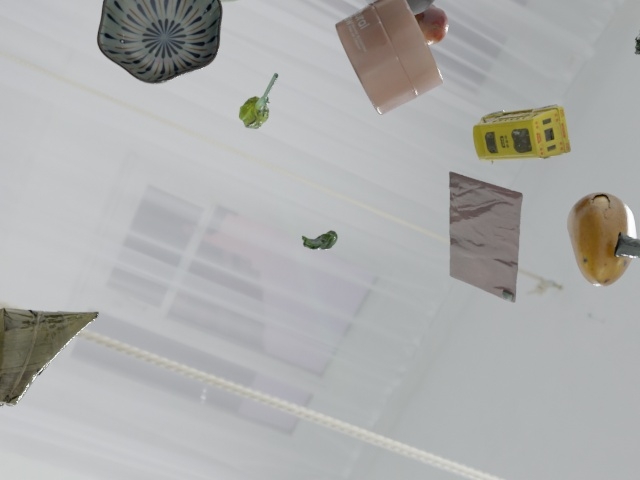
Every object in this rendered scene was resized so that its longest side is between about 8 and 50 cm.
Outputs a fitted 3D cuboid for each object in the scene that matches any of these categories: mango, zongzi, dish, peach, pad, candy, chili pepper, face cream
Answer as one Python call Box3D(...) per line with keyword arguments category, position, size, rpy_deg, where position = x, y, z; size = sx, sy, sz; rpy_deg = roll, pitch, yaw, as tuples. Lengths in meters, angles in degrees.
Box3D(category="mango", position=(0.690, -0.007, 1.712), size=(0.159, 0.191, 0.290), rpy_deg=(-5, -146, 24))
Box3D(category="zongzi", position=(-0.455, 0.192, 1.144), size=(0.078, 0.176, 0.160), rpy_deg=(-15, -109, 50))
Box3D(category="dish", position=(-0.234, -0.309, 1.043), size=(0.066, 0.190, 0.191), rpy_deg=(105, 5, -77))
Box3D(category="peach", position=(0.262, -0.525, 1.691), size=(0.101, 0.100, 0.101), rpy_deg=(-59, -164, 28))
Box3D(category="pad", position=(0.228, -0.002, 0.979), size=(0.006, 0.113, 0.188), rpy_deg=(-36, 134, -34))
Box3D(category="candy", position=(-0.108, -0.262, 1.286), size=(0.194, 0.058, 0.062), rpy_deg=(144, -55, -67))
Box3D(category="chili pepper", position=(0.000, 0.002, 1.348), size=(0.030, 0.091, 0.034), rpy_deg=(4, -78, 47))
Box3D(category="face cream", position=(0.099, -0.270, 1.005), size=(0.104, 0.149, 0.149), rpy_deg=(-26, -153, 12))

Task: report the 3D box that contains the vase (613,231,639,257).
Box3D(category="vase", position=(0.743, 0.027, 1.540), size=(0.059, 0.166, 0.059), rpy_deg=(14, 90, -74))

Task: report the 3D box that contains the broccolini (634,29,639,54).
Box3D(category="broccolini", position=(0.619, -0.381, 1.209), size=(0.054, 0.052, 0.194), rpy_deg=(-39, -176, -19))

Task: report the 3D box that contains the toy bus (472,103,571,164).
Box3D(category="toy bus", position=(0.551, -0.296, 1.992), size=(0.330, 0.152, 0.144), rpy_deg=(10, -63, 64))

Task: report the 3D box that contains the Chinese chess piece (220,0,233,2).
Box3D(category="Chinese chess piece", position=(-0.226, -0.708, 1.529), size=(0.146, 0.349, 0.349), rpy_deg=(-24, 150, -57))

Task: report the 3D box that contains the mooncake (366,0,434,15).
Box3D(category="mooncake", position=(0.109, -0.500, 1.202), size=(0.133, 0.245, 0.245), rpy_deg=(-23, -160, 1))
